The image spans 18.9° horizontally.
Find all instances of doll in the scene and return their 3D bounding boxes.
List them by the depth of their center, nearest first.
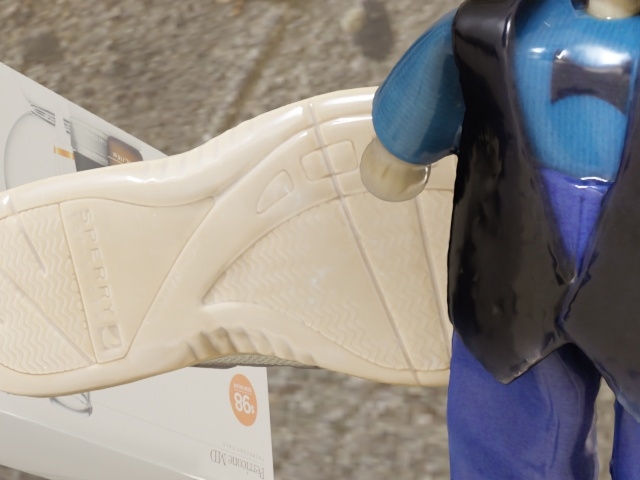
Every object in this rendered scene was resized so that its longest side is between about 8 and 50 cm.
[{"bbox_3d":[0.060,0.006,0.370,0.046,0.129,0.189,-29,122,-50],"label":"doll"}]

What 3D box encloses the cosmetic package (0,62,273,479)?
[{"bbox_3d":[-0.180,0.053,1.553,0.377,0.097,0.284,29,53,-54],"label":"cosmetic package"}]

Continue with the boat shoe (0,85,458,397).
[{"bbox_3d":[0.000,0.000,0.682,0.092,0.285,0.102,-23,102,-62],"label":"boat shoe"}]
